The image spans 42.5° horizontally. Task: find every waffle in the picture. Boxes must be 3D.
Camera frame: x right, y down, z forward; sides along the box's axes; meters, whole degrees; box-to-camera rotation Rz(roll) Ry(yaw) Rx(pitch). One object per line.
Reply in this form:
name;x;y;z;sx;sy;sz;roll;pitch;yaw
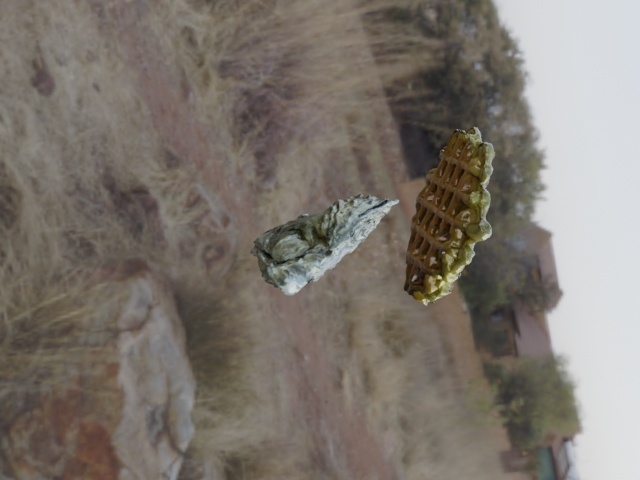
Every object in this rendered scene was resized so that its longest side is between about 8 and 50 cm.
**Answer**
waffle;0.182;-0.036;1.156;0.243;0.059;0.237;121;-17;-50

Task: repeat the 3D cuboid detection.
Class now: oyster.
oyster;0.000;0.000;0.760;0.125;0.177;0.064;-27;-88;56
